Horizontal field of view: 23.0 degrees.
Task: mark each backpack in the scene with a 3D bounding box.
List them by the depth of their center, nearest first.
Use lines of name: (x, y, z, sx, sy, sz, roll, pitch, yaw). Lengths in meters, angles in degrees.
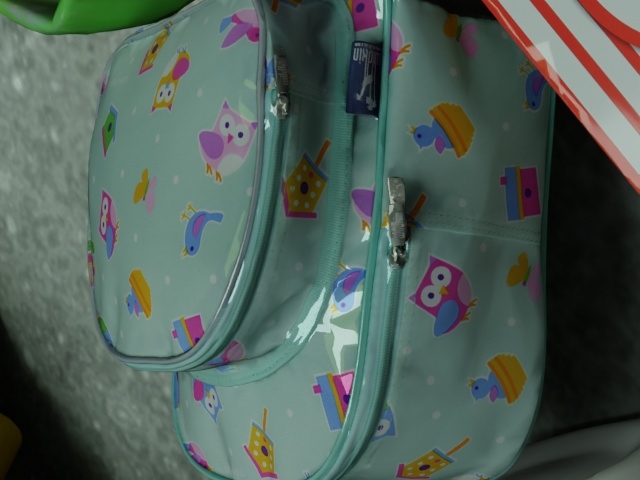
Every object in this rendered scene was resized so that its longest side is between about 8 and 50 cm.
backpack: (0.000, 0.000, 0.556, 0.166, 0.144, 0.189, -9, 85, 58)

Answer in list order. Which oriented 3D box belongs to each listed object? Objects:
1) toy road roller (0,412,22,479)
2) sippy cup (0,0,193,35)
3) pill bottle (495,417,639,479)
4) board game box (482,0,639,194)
toy road roller: (-0.240, 0.136, 0.891, 0.329, 0.241, 0.202, 34, 138, -15)
sippy cup: (-0.087, -0.244, 0.544, 0.305, 0.240, 0.224, -49, 52, 7)
pill bottle: (0.106, 0.191, 0.556, 0.131, 0.131, 0.229, -21, 89, 48)
board game box: (0.105, -0.120, 0.465, 0.147, 0.045, 0.193, -43, 72, 20)
